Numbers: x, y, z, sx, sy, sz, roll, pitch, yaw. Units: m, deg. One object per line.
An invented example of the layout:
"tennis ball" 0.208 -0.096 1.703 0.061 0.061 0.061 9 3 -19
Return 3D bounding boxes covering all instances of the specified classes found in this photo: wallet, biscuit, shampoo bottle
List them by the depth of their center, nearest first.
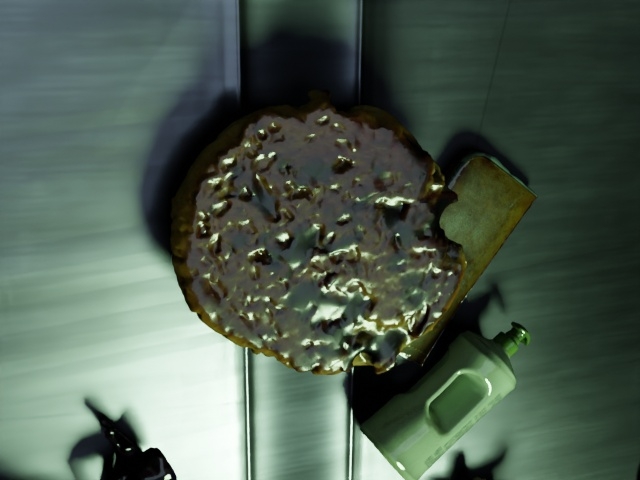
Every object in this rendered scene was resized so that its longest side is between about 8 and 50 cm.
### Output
"biscuit" 0.003 -0.004 1.118 0.334 0.081 0.289 36 93 -27
"wallet" 0.143 0.017 1.234 0.137 0.031 0.255 34 93 -32
"shampoo bottle" 0.164 0.185 1.284 0.234 0.087 0.118 -42 141 -5

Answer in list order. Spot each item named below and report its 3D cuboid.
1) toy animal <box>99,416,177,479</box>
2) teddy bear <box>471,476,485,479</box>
"toy animal" -0.307 0.312 1.099 0.324 0.090 0.195 -18 113 -30
"teddy bear" 0.224 0.363 1.409 0.161 0.078 0.119 5 122 -9
